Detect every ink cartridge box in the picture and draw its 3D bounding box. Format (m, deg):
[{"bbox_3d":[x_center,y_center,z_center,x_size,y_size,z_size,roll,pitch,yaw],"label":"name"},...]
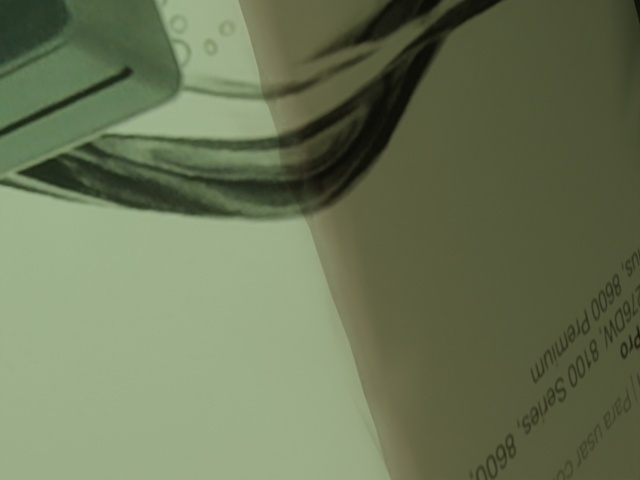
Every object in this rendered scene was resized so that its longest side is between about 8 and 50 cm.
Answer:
[{"bbox_3d":[-0.086,-0.076,0.443,0.285,0.166,0.395,-4,113,36],"label":"ink cartridge box"}]

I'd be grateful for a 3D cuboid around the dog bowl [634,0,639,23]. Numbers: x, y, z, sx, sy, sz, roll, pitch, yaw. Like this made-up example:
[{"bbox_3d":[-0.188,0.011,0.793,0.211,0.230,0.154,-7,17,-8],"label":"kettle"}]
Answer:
[{"bbox_3d":[0.122,-0.098,0.474,0.349,0.102,0.349,37,146,31],"label":"dog bowl"}]
